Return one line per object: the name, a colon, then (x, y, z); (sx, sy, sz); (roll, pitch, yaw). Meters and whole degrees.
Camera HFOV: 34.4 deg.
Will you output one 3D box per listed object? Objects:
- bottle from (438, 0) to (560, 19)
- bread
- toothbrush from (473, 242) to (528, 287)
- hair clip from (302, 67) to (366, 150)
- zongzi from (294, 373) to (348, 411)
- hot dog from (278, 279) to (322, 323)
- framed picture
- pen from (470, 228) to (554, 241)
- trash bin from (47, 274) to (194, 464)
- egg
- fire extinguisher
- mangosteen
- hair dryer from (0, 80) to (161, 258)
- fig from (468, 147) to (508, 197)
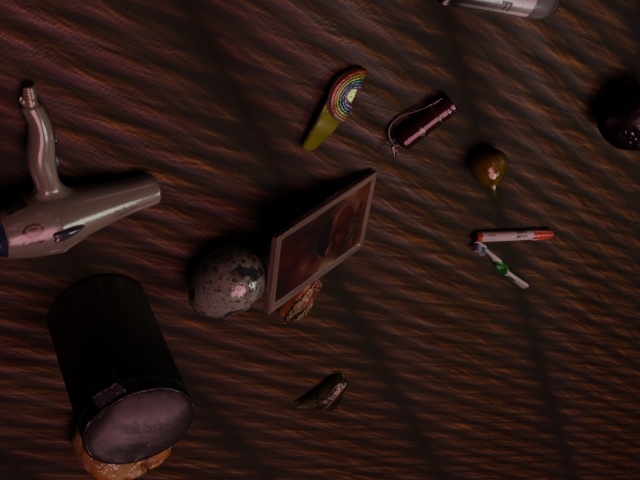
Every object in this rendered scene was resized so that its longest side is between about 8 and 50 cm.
bottle: (0.311, -0.436, 1.820); (0.253, 0.080, 0.096); (-1, 170, -32)
bread: (-0.411, 0.418, 2.205); (0.244, 0.134, 0.244); (-20, 143, -15)
toothbrush: (0.436, 0.061, 2.477); (0.030, 0.030, 0.304); (-42, 143, 12)
hair clip: (0.020, -0.235, 1.872); (0.060, 0.033, 0.188); (7, 127, -38)
zongzi: (0.002, 0.368, 2.502); (0.113, 0.052, 0.104); (6, 121, -22)
hot dog: (-0.041, 0.128, 2.214); (0.056, 0.041, 0.133); (17, 121, -43)
framed picture: (0.000, 0.000, 2.036); (0.289, 0.020, 0.211); (-34, 147, -36)
pen: (0.449, -0.012, 2.404); (0.239, 0.028, 0.028); (-2, 133, -31)
trash bin: (-0.373, 0.227, 1.892); (0.202, 0.302, 0.252); (-32, 139, 1)
egg: (-0.182, 0.082, 1.997); (0.172, 0.132, 0.132); (-35, 142, 16)
fire extinguisher: (0.187, -0.225, 1.992); (0.157, 0.045, 0.078); (-37, 113, 8)
mangosteen: (0.664, -0.268, 2.195); (0.152, 0.152, 0.153); (-18, 140, -16)
hair dryer: (-0.388, -0.106, 1.703); (0.295, 0.119, 0.298); (0, 119, -42)
fig: (0.352, -0.143, 2.143); (0.082, 0.098, 0.084); (-12, 165, 11)
